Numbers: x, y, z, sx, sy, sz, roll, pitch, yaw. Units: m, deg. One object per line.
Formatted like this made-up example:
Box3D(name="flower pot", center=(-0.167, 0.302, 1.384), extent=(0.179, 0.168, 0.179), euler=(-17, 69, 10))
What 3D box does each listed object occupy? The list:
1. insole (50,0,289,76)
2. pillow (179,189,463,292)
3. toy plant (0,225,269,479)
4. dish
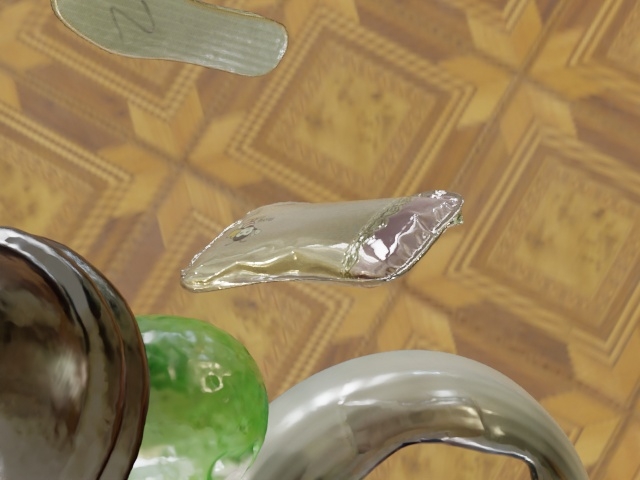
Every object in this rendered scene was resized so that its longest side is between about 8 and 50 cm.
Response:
Box3D(name="insole", center=(-0.100, -0.146, 1.207), extent=(0.004, 0.188, 0.064), euler=(49, 119, 47))
Box3D(name="pillow", center=(0.000, 0.000, 1.384), extent=(0.232, 0.038, 0.131), euler=(-1, 34, 40))
Box3D(name="toy plant", center=(-0.152, 0.084, 0.875), extent=(0.218, 0.235, 0.175), euler=(-11, 74, 15))
Box3D(name="dish", center=(0.064, 0.210, 1.030), extent=(0.273, 0.134, 0.273), euler=(-5, 104, -22))
